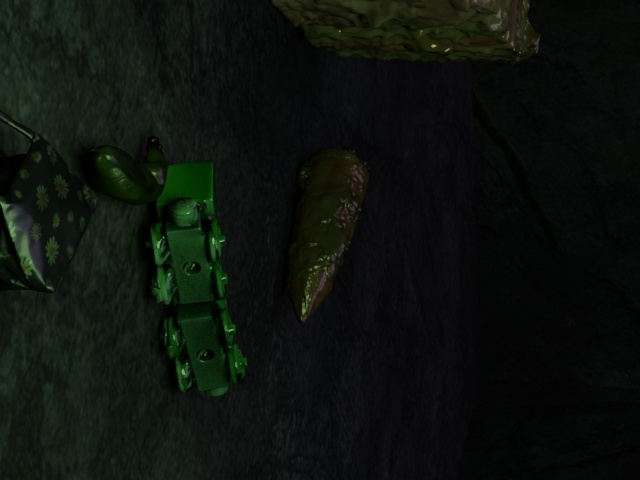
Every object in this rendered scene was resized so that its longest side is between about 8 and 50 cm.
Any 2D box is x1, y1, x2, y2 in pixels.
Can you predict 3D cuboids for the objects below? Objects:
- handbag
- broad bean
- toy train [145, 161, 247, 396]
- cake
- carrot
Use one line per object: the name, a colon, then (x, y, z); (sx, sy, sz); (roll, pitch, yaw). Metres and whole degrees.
handbag: (-0.232, -0.042, 1.049); (0.115, 0.072, 0.139); (-71, 145, -46)
broad bean: (-0.173, -0.059, 1.311); (0.195, 0.046, 0.061); (-40, 119, -78)
toy train: (-0.125, 0.045, 1.477); (0.119, 0.085, 0.251); (-96, -179, -50)
cake: (0.111, -0.392, 1.916); (0.307, 0.314, 0.293); (20, 70, -66)
carrot: (0.000, 0.000, 1.961); (0.102, 0.102, 0.263); (73, 27, -54)
